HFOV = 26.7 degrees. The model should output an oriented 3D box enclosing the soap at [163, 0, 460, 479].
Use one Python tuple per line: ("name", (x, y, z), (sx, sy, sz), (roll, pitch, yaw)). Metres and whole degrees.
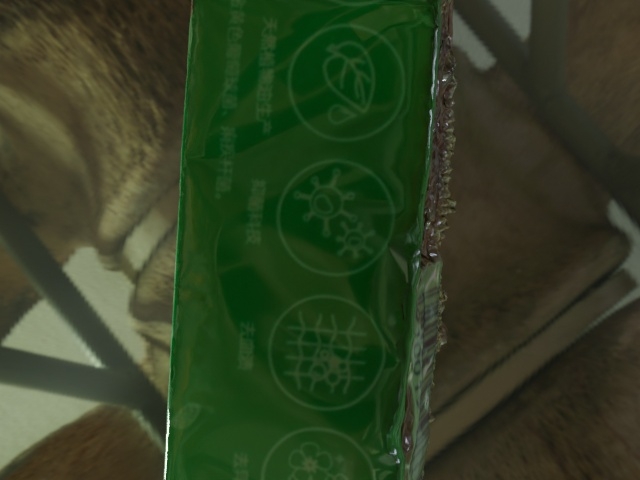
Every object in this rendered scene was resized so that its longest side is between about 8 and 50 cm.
("soap", (0.003, 0.000, 0.507), (0.098, 0.218, 0.273), (3, -87, 3))
